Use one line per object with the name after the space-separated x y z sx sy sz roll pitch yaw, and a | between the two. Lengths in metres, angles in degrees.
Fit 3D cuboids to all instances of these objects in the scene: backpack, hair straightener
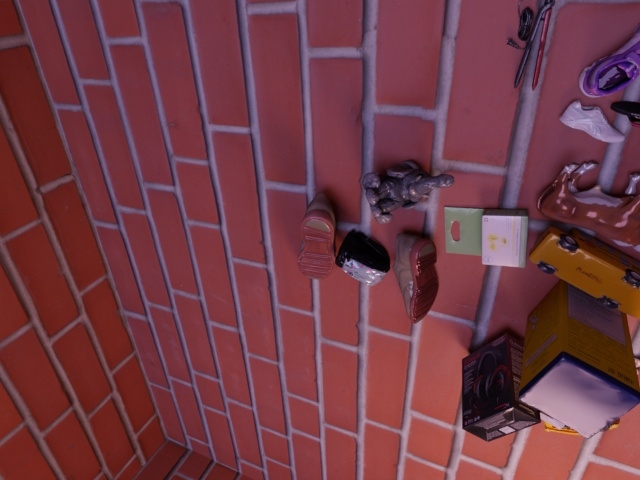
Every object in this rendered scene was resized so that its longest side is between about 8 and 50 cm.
0.148 0.070 1.497 0.182 0.152 0.115 28 136 -4 | backpack
0.483 -0.474 1.022 0.089 0.047 0.230 12 124 22 | hair straightener

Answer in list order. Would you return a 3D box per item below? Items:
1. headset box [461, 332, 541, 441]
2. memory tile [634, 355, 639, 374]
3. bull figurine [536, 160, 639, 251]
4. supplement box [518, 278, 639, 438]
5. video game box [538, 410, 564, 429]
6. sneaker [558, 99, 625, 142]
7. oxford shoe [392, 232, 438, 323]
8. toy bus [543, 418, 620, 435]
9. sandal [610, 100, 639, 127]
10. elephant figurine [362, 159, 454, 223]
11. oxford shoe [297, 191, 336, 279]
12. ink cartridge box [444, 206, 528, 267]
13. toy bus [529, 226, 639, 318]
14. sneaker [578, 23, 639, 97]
0.566 0.457 1.402 0.110 0.293 0.218 30 134 -10 | headset box
0.898 0.391 1.352 0.148 0.012 0.113 5 121 27 | memory tile
0.723 -0.084 1.100 0.311 0.101 0.188 18 122 16 | bull figurine
0.691 0.303 1.187 0.194 0.356 0.195 29 129 11 | supplement box
0.717 0.454 1.323 0.048 0.205 0.187 53 169 -3 | video game box
0.657 -0.282 1.042 0.152 0.053 0.061 29 126 11 | sneaker
0.312 0.124 1.469 0.130 0.123 0.348 31 136 44 | oxford shoe
0.836 0.569 1.423 0.220 0.149 0.211 -3 130 28 | toy bus
0.752 -0.274 0.990 0.179 0.067 0.040 20 138 14 | sandal
0.256 -0.154 1.288 0.240 0.185 0.169 -21 146 10 | elephant figurine
0.000 0.000 1.545 0.141 0.146 0.397 11 143 0 | oxford shoe
0.488 -0.012 1.304 0.235 0.056 0.171 3 121 25 | ink cartridge box
0.739 0.074 1.167 0.333 0.130 0.108 31 130 9 | toy bus
0.676 -0.392 0.930 0.095 0.104 0.236 46 129 -2 | sneaker
